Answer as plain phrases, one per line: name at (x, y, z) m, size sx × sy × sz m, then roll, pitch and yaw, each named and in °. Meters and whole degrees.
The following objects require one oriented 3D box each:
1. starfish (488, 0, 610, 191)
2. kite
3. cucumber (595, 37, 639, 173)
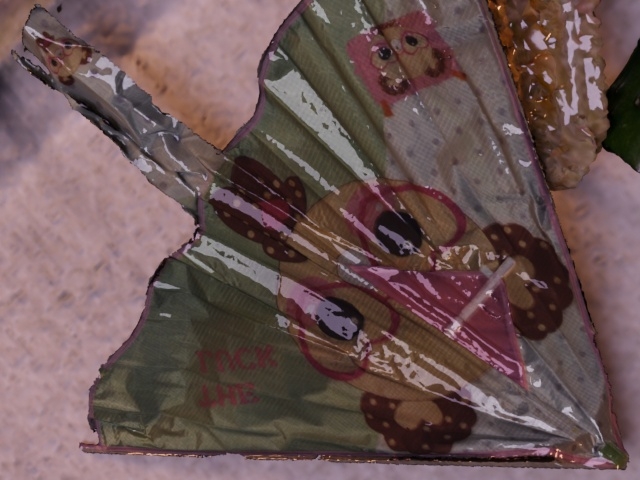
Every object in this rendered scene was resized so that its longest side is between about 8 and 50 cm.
starfish at (0.039, -0.169, 0.533) m, size 0.299 × 0.060 × 0.302 m, roll 52°, pitch 138°, yaw -2°
kite at (0.000, 0.000, 0.623) m, size 0.268 × 0.013 × 0.323 m, roll 34°, pitch 129°, yaw 6°
cucumber at (0.137, -0.060, 0.559) m, size 0.067 × 0.035 × 0.107 m, roll 37°, pitch 115°, yaw 11°
